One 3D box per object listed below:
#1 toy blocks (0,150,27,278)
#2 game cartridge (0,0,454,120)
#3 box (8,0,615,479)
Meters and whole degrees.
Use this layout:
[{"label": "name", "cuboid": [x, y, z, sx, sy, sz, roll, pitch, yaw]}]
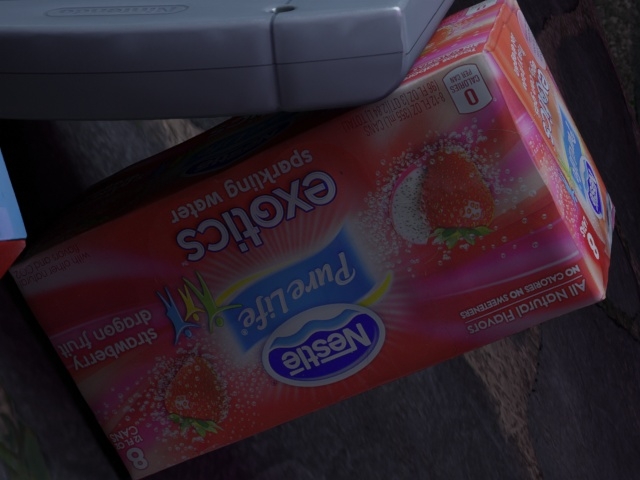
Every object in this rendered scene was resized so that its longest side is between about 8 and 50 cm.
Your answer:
[{"label": "toy blocks", "cuboid": [-0.261, -0.073, 0.504, 0.381, 0.190, 0.261, -6, 72, -47]}, {"label": "game cartridge", "cuboid": [-0.086, -0.116, 0.878, 0.198, 0.297, 0.062, -62, 150, -60]}, {"label": "box", "cuboid": [0.000, 0.000, 0.929, 0.154, 0.300, 0.142, 62, 20, -14]}]
